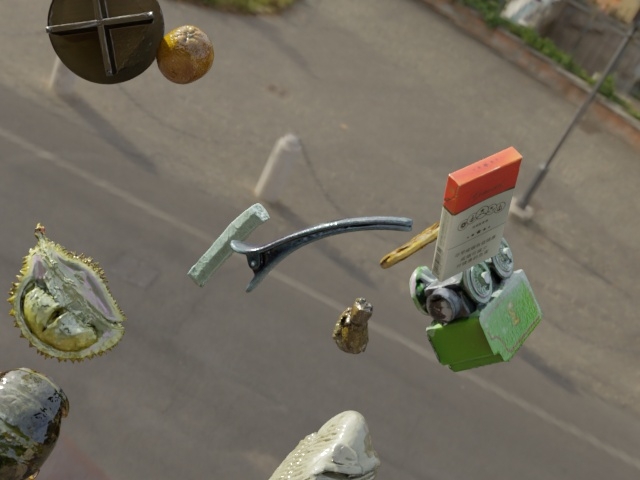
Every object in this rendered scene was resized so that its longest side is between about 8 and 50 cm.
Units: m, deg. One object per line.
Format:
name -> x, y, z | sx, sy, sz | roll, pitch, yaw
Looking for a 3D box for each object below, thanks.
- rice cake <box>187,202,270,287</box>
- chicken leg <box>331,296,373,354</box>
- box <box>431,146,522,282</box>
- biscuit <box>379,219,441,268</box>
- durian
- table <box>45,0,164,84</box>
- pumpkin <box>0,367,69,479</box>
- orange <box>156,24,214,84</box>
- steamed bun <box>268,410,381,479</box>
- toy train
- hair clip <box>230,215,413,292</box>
rice cake -> -0.187, 0.012, 2.046 | 0.045, 0.245, 0.042 | 49, 35, 5
chicken leg -> 0.066, 0.154, 1.875 | 0.069, 0.198, 0.085 | 22, 67, 0
box -> 0.264, -0.040, 1.754 | 0.139, 0.245, 0.035 | -25, 53, -22
biscuit -> 0.218, -0.015, 1.981 | 0.029, 0.247, 0.118 | 57, 20, 3
durian -> -0.373, 0.077, 1.461 | 0.146, 0.102, 0.208 | -22, 92, -18
table -> -0.292, -0.291, 1.385 | 0.167, 0.167, 0.227 | 19, 7, -12
pumpkin -> -0.398, 0.256, 1.279 | 0.119, 0.183, 0.107 | 30, 19, 1
orange -> -0.182, -0.249, 1.380 | 0.085, 0.085, 0.085 | 19, 33, -13
steamed bun -> 0.012, 0.389, 1.597 | 0.144, 0.211, 0.218 | 45, 43, -5
toy train -> 0.325, 0.131, 2.150 | 0.307, 0.173, 0.249 | -35, 104, -53
hair clip -> 0.000, 0.000, 1.494 | 0.048, 0.275, 0.083 | -16, 88, -70
